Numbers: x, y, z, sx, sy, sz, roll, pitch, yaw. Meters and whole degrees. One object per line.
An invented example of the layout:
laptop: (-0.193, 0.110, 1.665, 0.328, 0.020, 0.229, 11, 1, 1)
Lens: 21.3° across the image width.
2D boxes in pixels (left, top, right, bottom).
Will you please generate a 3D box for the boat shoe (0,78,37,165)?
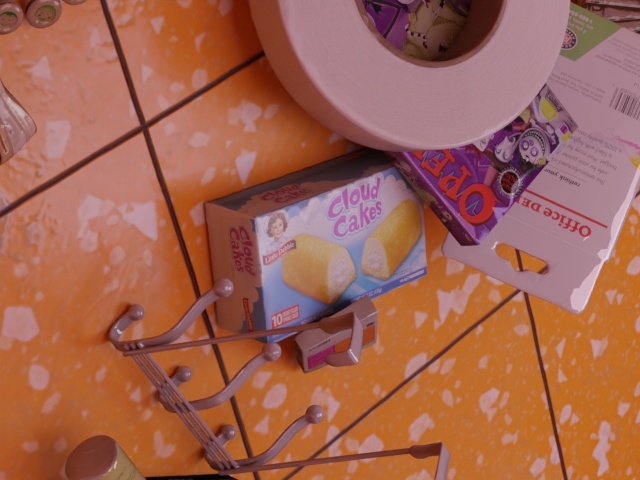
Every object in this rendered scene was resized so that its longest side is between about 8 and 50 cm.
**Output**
boat shoe: (-0.332, -0.134, 1.601, 0.170, 0.063, 0.059, 51, 60, -41)

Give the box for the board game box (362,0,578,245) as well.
board game box: (0.130, -0.187, 1.951, 0.208, 0.056, 0.347, -47, 111, -17)

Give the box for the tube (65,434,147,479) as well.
tube: (-0.186, 0.298, 1.787, 0.070, 0.062, 0.240, -22, 130, 6)

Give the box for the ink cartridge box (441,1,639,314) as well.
ink cartridge box: (0.290, -0.100, 2.120, 0.207, 0.119, 0.353, 25, 82, -4)

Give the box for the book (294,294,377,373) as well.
book: (0.017, 0.112, 1.957, 0.096, 0.035, 0.144, -29, 167, -8)

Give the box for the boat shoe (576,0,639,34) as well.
boat shoe: (0.368, -0.234, 2.261, 0.104, 0.089, 0.285, -1, 101, -18)

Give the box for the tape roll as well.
tape roll: (0.102, -0.290, 1.869, 0.392, 0.072, 0.392, 0, 91, -30)

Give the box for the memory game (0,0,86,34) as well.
memory game: (-0.276, -0.270, 1.595, 0.186, 0.012, 0.186, -20, 139, -19)

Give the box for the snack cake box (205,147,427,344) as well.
snack cake box: (0.000, 0.000, 1.948, 0.264, 0.089, 0.152, -22, 117, -39)

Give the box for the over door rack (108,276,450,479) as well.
over door rack: (-0.034, 0.153, 1.800, 0.239, 0.324, 0.108, 56, 48, -37)

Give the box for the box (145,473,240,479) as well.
box: (-0.199, 0.372, 1.874, 0.270, 0.060, 0.216, 5, 96, -45)
